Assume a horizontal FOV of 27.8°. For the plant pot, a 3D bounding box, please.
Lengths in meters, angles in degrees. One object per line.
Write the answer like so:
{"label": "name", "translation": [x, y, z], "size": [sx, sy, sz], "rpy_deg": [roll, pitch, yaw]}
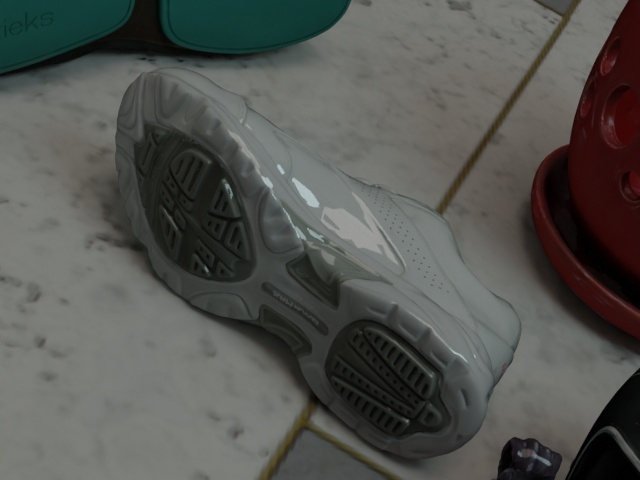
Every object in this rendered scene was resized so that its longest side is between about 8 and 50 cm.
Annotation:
{"label": "plant pot", "translation": [0.226, -0.040, 0.714], "size": [0.191, 0.174, 0.191], "rpy_deg": [15, 39, -13]}

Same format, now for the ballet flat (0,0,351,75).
{"label": "ballet flat", "translation": [-0.111, -0.154, 0.726], "size": [0.280, 0.095, 0.096], "rpy_deg": [-12, 40, -38]}

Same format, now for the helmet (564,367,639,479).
{"label": "helmet", "translation": [0.184, 0.111, 0.532], "size": [0.169, 0.162, 0.169], "rpy_deg": [15, 40, -13]}

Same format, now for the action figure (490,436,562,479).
{"label": "action figure", "translation": [0.046, 0.115, 0.416], "size": [0.185, 0.285, 0.099], "rpy_deg": [-13, 97, -45]}

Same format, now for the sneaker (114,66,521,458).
{"label": "sneaker", "translation": [0.000, 0.000, 0.629], "size": [0.232, 0.090, 0.115], "rpy_deg": [45, 35, 8]}
